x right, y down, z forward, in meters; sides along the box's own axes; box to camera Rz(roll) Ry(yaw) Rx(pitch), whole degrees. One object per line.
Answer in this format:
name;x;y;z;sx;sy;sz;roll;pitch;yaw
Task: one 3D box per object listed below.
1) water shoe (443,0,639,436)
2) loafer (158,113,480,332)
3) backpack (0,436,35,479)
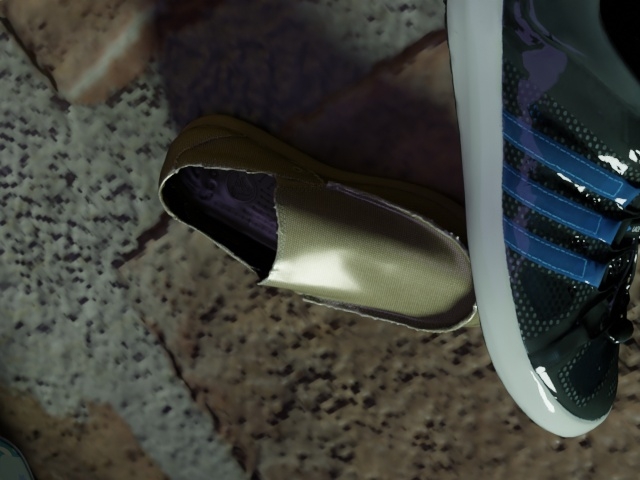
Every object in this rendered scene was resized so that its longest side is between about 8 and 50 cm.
water shoe;0.093;-0.023;0.560;0.080;0.073;0.203;-1;113;26
loafer;0.000;0.000;0.633;0.148;0.050;0.056;21;122;17
backpack;-0.169;0.135;0.746;0.084;0.114;0.105;-27;79;29
